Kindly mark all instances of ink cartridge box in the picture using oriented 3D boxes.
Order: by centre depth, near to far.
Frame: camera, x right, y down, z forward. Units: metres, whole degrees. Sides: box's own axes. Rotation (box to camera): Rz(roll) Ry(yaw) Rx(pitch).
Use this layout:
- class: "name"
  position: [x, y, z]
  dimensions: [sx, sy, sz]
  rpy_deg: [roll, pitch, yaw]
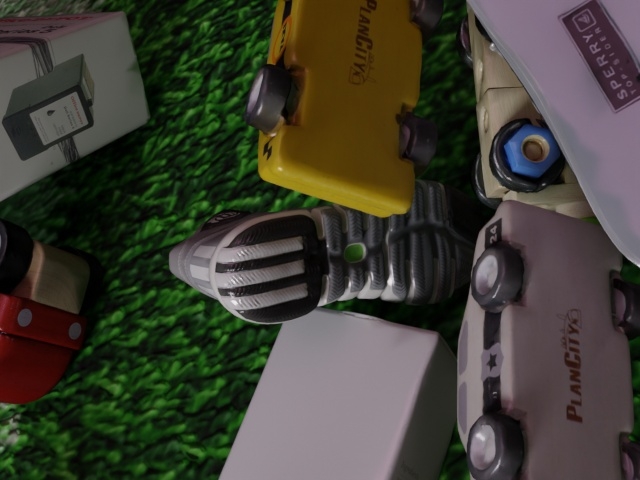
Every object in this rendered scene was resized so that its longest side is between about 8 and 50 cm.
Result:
- class: "ink cartridge box"
  position: [-0.316, -0.114, 0.778]
  dimensions: [0.198, 0.115, 0.273]
  rpy_deg: [6, 29, 28]

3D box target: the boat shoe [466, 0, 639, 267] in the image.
- class: "boat shoe"
  position: [0.151, -0.119, 0.478]
  dimensions: [0.113, 0.105, 0.306]
  rpy_deg: [-31, 76, 16]

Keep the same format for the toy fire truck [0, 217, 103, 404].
- class: "toy fire truck"
  position: [-0.331, 0.101, 0.739]
  dimensions: [0.217, 0.158, 0.246]
  rpy_deg: [6, 77, 29]

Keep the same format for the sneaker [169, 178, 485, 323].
- class: "sneaker"
  position: [0.000, 0.000, 0.608]
  dimensions: [0.132, 0.228, 0.086]
  rpy_deg: [7, 98, 51]

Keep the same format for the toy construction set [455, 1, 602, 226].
- class: "toy construction set"
  position: [0.210, -0.115, 0.595]
  dimensions: [0.215, 0.151, 0.328]
  rpy_deg: [-4, 66, -4]

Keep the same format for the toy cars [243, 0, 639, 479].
- class: "toy cars"
  position: [0.062, -0.007, 0.502]
  dimensions: [0.176, 0.087, 0.394]
  rpy_deg: [-27, 81, -32]

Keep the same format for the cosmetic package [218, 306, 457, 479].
- class: "cosmetic package"
  position: [0.002, 0.166, 0.564]
  dimensions: [0.117, 0.085, 0.231]
  rpy_deg: [11, 66, 32]
